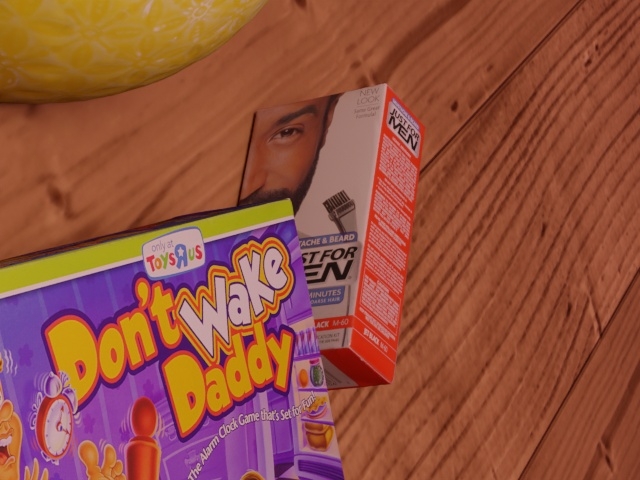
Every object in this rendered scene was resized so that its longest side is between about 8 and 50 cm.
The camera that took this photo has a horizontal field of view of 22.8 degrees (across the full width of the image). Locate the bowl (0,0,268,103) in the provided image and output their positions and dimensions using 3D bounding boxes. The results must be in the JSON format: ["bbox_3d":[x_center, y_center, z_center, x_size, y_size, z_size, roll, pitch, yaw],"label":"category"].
[{"bbox_3d":[-0.068,-0.197,0.707,0.289,0.156,0.290,-26,120,-56],"label":"bowl"}]

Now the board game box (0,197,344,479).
[{"bbox_3d":[-0.110,0.121,0.698,0.347,0.078,0.233,-18,97,-59],"label":"board game box"}]

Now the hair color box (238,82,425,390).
[{"bbox_3d":[0.000,0.000,0.901,0.053,0.093,0.167,44,46,-46],"label":"hair color box"}]
